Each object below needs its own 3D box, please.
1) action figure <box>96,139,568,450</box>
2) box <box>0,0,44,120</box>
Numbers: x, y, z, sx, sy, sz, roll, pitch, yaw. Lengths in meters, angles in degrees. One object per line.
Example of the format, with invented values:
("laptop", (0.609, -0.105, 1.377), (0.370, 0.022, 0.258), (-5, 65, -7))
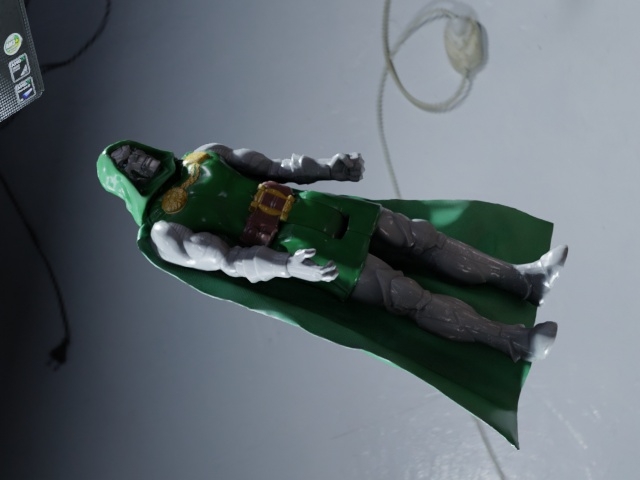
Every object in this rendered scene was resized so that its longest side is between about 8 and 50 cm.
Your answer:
("action figure", (0.000, 0.000, 0.441), (0.232, 0.063, 0.137), (17, 49, 2))
("box", (-0.321, -0.147, 0.722), (0.045, 0.184, 0.190), (36, 57, 19))
